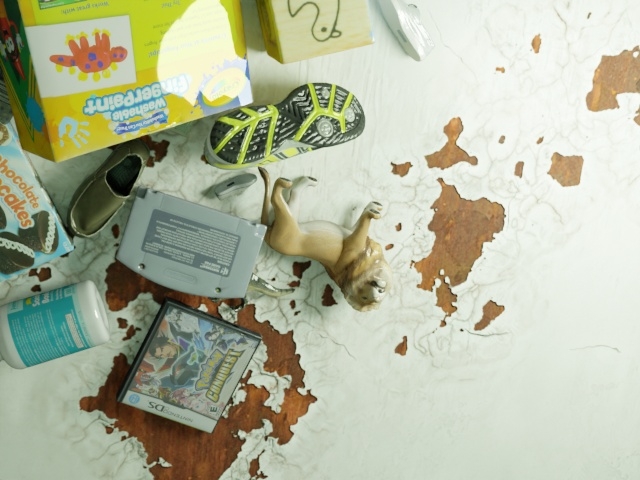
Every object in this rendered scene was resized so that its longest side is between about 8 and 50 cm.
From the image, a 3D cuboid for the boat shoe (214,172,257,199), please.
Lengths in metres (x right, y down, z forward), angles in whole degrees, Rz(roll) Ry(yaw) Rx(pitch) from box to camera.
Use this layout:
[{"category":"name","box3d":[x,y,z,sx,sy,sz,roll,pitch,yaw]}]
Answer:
[{"category":"boat shoe","box3d":[-0.186,-0.117,1.928,0.100,0.035,0.035,-25,139,-9]}]

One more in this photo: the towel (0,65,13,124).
[{"category":"towel","box3d":[-0.676,-0.429,1.653,0.324,0.056,0.312,30,109,-8]}]

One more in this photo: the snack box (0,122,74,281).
[{"category":"snack box","box3d":[-0.671,-0.087,1.800,0.187,0.060,0.322,-25,112,-5]}]

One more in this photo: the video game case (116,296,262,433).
[{"category":"video game case","box3d":[-0.308,0.298,2.030,0.248,0.035,0.275,24,101,-20]}]

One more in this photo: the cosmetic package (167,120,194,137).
[{"category":"cosmetic package","box3d":[-0.326,-0.270,1.835,0.115,0.041,0.060,24,100,-20]}]

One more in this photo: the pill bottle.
[{"category":"pill bottle","box3d":[-0.599,0.188,1.862,0.264,0.146,0.146,-17,111,-9]}]

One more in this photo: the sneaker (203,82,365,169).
[{"category":"sneaker","box3d":[-0.080,-0.245,1.864,0.384,0.147,0.145,-14,89,-28]}]

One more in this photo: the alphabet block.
[{"category":"alphabet block","box3d":[-0.020,-0.479,1.762,0.197,0.193,0.192,-15,109,-8]}]

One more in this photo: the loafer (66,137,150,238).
[{"category":"loafer","box3d":[-0.453,-0.108,1.832,0.094,0.087,0.251,32,98,-21]}]

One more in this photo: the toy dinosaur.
[{"category":"toy dinosaur","box3d":[-0.190,0.101,1.983,0.268,0.064,0.118,32,91,-24]}]

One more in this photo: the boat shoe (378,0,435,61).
[{"category":"boat shoe","box3d":[0.192,-0.480,1.885,0.063,0.066,0.184,-42,111,-13]}]

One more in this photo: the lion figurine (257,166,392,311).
[{"category":"lion figurine","box3d":[0.000,0.000,1.972,0.392,0.142,0.240,23,109,-5]}]

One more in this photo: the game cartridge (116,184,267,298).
[{"category":"game cartridge","box3d":[-0.286,0.015,1.895,0.294,0.060,0.196,18,90,-7]}]

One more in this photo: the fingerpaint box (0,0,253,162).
[{"category":"fingerpaint box","box3d":[-0.367,-0.390,1.616,0.444,0.163,0.371,-25,120,-35]}]
